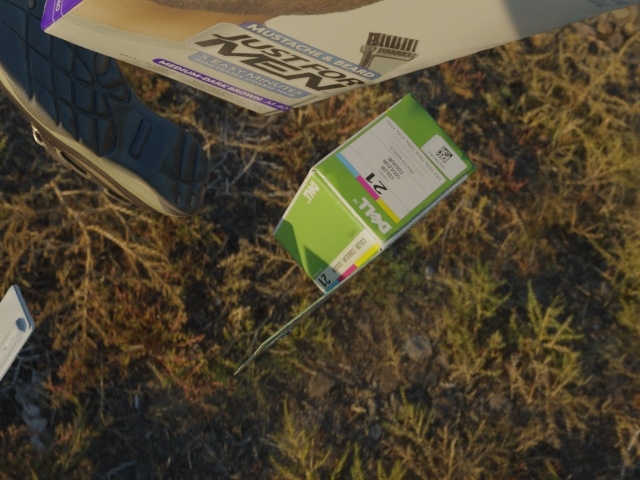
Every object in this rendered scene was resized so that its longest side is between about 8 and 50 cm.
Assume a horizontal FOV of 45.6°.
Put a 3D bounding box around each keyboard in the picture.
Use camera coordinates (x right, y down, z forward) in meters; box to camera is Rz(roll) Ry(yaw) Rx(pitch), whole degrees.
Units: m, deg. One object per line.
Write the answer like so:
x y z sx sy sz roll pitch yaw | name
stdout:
-0.311 0.155 0.624 0.014 0.256 0.072 31 6 -35 | keyboard

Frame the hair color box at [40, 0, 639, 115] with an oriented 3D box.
0.000 -0.169 0.418 0.185 0.339 0.110 15 77 -37 | hair color box

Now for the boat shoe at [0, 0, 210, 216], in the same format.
-0.283 -0.137 0.897 0.130 0.355 0.132 -7 51 35 | boat shoe

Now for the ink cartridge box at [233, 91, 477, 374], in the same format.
0.000 0.000 0.718 0.255 0.189 0.097 -39 86 -22 | ink cartridge box
